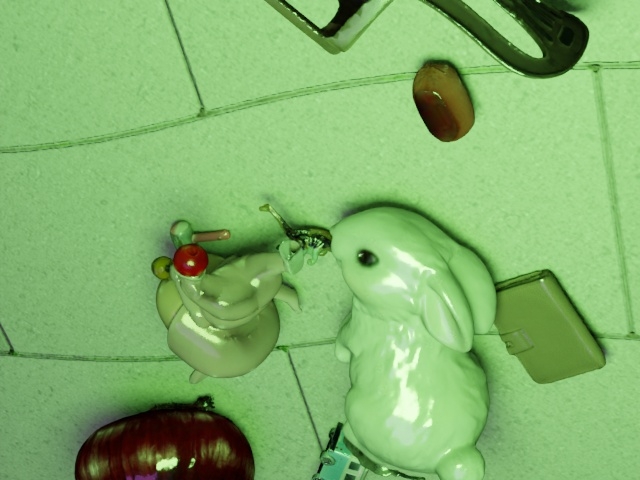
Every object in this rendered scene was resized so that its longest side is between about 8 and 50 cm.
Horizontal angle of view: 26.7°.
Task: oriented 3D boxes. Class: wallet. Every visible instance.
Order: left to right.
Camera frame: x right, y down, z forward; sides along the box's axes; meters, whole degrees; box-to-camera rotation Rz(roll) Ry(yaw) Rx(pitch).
[{"bbox_3d":[0.279,0.111,1.702,0.118,0.039,0.153,-20,115,37],"label":"wallet"}]

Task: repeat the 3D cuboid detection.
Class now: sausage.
[{"bbox_3d":[0.139,-0.155,1.513,0.059,0.054,0.094,-10,125,32],"label":"sausage"}]

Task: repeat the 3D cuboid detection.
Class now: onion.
[{"bbox_3d":[-0.232,0.379,2.032,0.273,0.285,0.273,-5,159,-2],"label":"onion"}]

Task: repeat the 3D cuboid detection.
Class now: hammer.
[{"bbox_3d":[-0.160,-0.004,1.818,0.083,0.031,0.053,-6,131,17],"label":"hammer"}]

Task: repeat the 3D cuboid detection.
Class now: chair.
[{"bbox_3d":[0.091,-0.253,1.366,0.326,0.176,0.183,44,125,-8],"label":"chair"}]

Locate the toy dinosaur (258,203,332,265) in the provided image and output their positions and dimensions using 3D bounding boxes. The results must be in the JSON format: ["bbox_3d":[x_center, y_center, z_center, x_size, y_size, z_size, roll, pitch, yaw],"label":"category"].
[{"bbox_3d":[-0.009,0.009,1.744,0.180,0.037,0.058,23,132,-23],"label":"toy dinosaur"}]

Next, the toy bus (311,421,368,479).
[{"bbox_3d":[0.033,0.337,2.012,0.074,0.060,0.123,21,133,2],"label":"toy bus"}]

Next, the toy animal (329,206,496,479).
[{"bbox_3d":[0.119,0.129,1.697,0.257,0.194,0.357,25,133,37],"label":"toy animal"}]

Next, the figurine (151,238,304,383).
[{"bbox_3d":[-0.127,0.067,1.769,0.186,0.176,0.287,43,156,11],"label":"figurine"}]
